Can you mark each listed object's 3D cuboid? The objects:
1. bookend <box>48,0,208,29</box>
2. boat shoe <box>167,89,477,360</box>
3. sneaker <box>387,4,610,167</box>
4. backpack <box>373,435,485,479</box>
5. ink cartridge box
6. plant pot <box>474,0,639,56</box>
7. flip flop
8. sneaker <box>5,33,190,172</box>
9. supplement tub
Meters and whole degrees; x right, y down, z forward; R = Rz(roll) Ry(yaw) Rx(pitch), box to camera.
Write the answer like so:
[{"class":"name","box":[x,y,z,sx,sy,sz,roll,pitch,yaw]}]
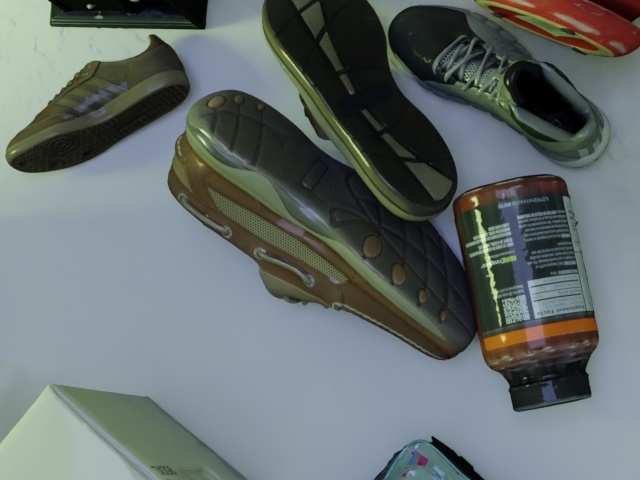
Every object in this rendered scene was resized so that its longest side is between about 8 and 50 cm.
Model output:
[{"class":"bookend","box":[-0.196,-0.247,1.619,0.156,0.157,0.072,3,84,10]},{"class":"boat shoe","box":[0.000,0.000,1.590,0.324,0.123,0.116,40,126,4]},{"class":"sneaker","box":[0.156,-0.152,1.555,0.229,0.132,0.086,31,90,12]},{"class":"backpack","box":[0.083,0.285,1.519,0.166,0.144,0.188,41,95,7]},{"class":"ink cartridge box","box":[-0.252,0.323,1.503,0.166,0.285,0.395,41,92,13]},{"class":"plant pot","box":[0.223,-0.264,1.527,0.191,0.191,0.174,24,92,12]},{"class":"flip flop","box":[0.028,-0.126,1.598,0.112,0.080,0.277,-22,70,-28]},{"class":"sneaker","box":[-0.216,-0.128,1.667,0.188,0.066,0.071,-25,63,2]},{"class":"supplement tub","box":[0.183,0.048,1.543,0.106,0.106,0.198,-12,82,9]}]
